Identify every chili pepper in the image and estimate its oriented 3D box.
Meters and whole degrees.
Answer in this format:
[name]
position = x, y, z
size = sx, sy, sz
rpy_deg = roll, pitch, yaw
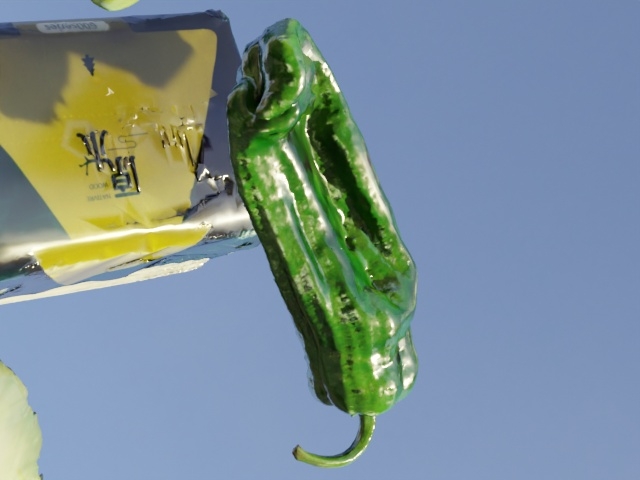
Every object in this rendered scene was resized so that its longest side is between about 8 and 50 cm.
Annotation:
[chili pepper]
position = 0.003, 0.001, 0.786
size = 0.074, 0.100, 0.257
rpy_deg = -6, -64, 29

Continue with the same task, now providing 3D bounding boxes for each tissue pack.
[tissue pack]
position = -0.276, -0.077, 1.456
size = 0.253, 0.417, 0.264
rpy_deg = -25, -103, 52

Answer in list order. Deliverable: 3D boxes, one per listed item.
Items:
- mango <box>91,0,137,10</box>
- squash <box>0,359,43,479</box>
[mango]
position = -0.112, -0.176, 0.816
size = 0.108, 0.056, 0.073
rpy_deg = -59, -136, 46
[squash]
position = -0.308, 0.060, 0.500
size = 0.384, 0.263, 0.263
rpy_deg = 28, -42, 23
